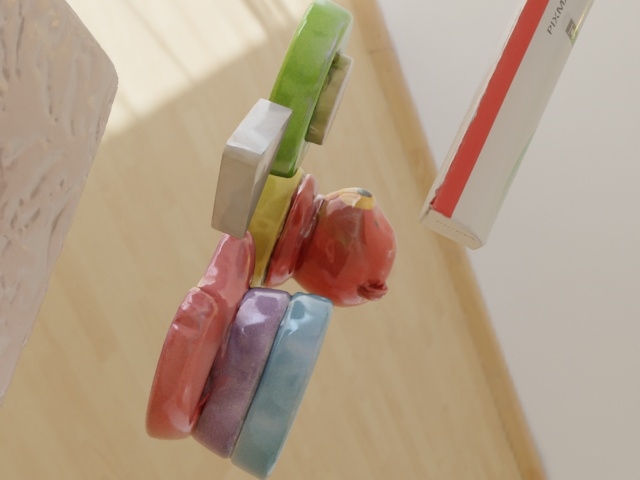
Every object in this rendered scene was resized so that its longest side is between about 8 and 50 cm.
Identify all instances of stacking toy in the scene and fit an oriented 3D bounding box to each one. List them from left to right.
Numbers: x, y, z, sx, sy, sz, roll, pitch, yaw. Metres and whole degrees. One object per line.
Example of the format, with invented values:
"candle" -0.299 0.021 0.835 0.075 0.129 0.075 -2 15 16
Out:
"stacking toy" 0.000 0.000 0.682 0.309 0.130 0.280 -69 179 -52

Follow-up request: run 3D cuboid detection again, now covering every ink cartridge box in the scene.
"ink cartridge box" 0.123 -0.089 0.604 0.225 0.056 0.181 51 64 -88

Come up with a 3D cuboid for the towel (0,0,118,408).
"towel" -0.267 -0.045 0.703 0.317 0.053 0.332 60 46 -70
